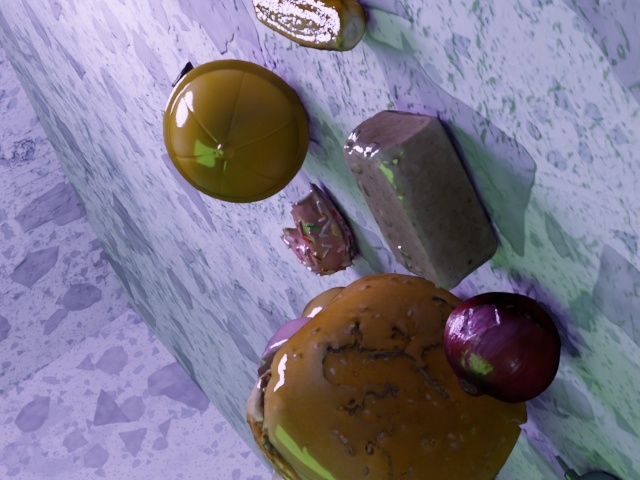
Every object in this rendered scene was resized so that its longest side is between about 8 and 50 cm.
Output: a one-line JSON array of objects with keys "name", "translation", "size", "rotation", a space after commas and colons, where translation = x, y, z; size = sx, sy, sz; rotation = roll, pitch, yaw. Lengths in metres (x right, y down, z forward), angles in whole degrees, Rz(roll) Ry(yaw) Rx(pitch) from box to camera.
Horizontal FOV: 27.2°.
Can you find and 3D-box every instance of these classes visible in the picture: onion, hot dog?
[{"name": "onion", "translation": [0.191, 0.113, 1.399], "size": [0.131, 0.131, 0.131], "rotation": [50, 164, 20]}, {"name": "hot dog", "translation": [-0.012, -0.239, 1.411], "size": [0.215, 0.047, 0.066], "rotation": [30, 114, 56]}]

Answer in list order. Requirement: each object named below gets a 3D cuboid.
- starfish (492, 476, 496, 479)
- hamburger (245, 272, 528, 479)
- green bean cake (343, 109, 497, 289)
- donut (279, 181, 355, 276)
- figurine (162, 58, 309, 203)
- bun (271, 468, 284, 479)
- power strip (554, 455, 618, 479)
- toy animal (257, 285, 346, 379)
[{"name": "starfish", "translation": [0.145, 0.331, 1.610], "size": [0.358, 0.347, 0.078], "rotation": [37, 138, 20]}, {"name": "hamburger", "translation": [0.086, 0.194, 1.557], "size": [0.284, 0.304, 0.174], "rotation": [42, 152, 11]}, {"name": "green bean cake", "translation": [0.104, -0.045, 1.394], "size": [0.109, 0.085, 0.179], "rotation": [31, 152, 59]}, {"name": "donut", "translation": [0.000, 0.000, 1.851], "size": [0.117, 0.065, 0.166], "rotation": [51, 166, 17]}, {"name": "figurine", "translation": [-0.125, -0.144, 1.742], "size": [0.192, 0.167, 0.257], "rotation": [46, 171, -18]}, {"name": "bun", "translation": [0.059, 0.349, 1.945], "size": [0.227, 0.352, 0.349], "rotation": [43, 126, 6]}, {"name": "power strip", "translation": [0.344, 0.329, 1.529], "size": [0.216, 0.044, 0.137], "rotation": [43, 161, 37]}, {"name": "toy animal", "translation": [0.020, 0.158, 1.825], "size": [0.169, 0.281, 0.195], "rotation": [30, 120, 14]}]
